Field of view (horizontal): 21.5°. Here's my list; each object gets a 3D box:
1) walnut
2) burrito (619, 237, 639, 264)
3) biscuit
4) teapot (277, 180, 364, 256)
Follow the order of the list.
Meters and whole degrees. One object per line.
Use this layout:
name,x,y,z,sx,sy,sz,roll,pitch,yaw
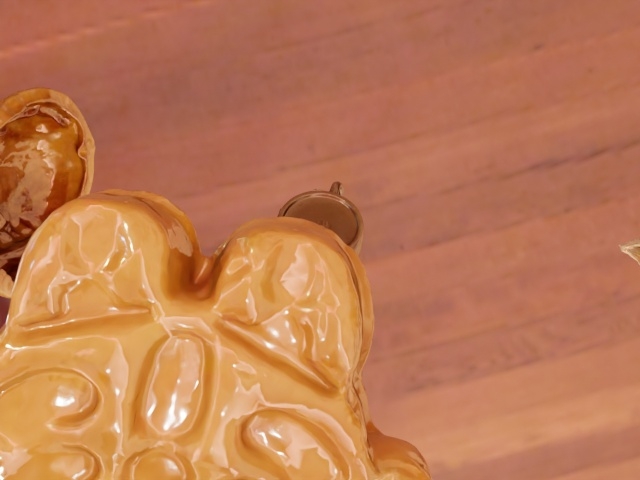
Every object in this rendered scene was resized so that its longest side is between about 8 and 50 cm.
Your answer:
walnut,-0.273,-0.042,1.417,0.087,0.211,0.167,1,113,21
burrito,0.400,-0.047,1.416,0.392,0.117,0.076,-30,140,-40
biscuit,-0.060,0.128,0.524,0.202,0.044,0.289,16,104,-3
teapot,0.000,0.000,1.453,0.076,0.121,0.068,13,144,6
